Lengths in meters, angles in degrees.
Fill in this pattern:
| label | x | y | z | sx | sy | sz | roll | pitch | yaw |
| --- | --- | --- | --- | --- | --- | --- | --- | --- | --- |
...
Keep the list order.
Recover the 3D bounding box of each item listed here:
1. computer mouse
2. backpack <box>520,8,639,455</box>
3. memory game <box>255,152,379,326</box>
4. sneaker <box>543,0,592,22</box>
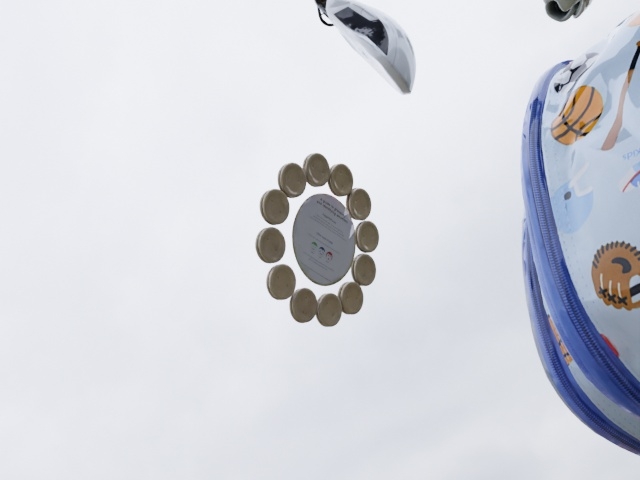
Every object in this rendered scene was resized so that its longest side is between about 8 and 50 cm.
| label | x | y | z | sx | sy | sz | roll | pitch | yaw |
| --- | --- | --- | --- | --- | --- | --- | --- | --- | --- |
| computer mouse | 0.041 | -0.205 | 0.833 | 0.042 | 0.193 | 0.106 | -41 | -37 | 4 |
| backpack | 0.220 | -0.004 | 0.442 | 0.263 | 0.277 | 0.213 | 27 | -45 | -31 |
| memory game | 0.000 | 0.000 | 0.926 | 0.012 | 0.186 | 0.186 | -4 | -11 | 44 |
| sneaker | 0.355 | -0.367 | 1.233 | 0.262 | 0.099 | 0.121 | -17 | -49 | -63 |
